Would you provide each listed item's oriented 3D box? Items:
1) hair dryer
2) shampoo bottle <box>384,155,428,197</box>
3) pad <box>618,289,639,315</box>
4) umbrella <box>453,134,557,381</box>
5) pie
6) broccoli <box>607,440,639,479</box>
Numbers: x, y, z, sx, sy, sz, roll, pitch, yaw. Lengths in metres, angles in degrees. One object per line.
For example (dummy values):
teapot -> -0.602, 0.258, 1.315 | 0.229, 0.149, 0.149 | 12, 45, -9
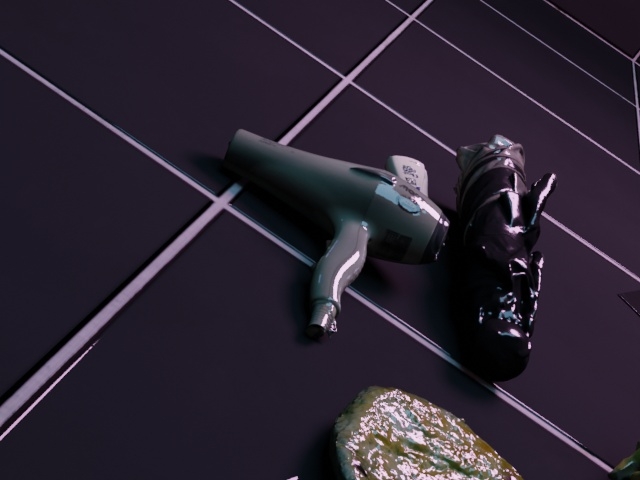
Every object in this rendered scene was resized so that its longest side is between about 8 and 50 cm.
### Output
hair dryer -> -0.016, -0.022, 0.940 | 0.219, 0.088, 0.225 | 36, 41, 19
shampoo bottle -> 0.101, -0.047, 1.134 | 0.049, 0.034, 0.141 | 30, 27, -21
pad -> 0.467, 0.128, 1.294 | 0.127, 0.004, 0.190 | -2, 43, -51
umbrella -> 0.190, 0.015, 1.057 | 0.106, 0.113, 0.357 | 6, 33, 3
pie -> 0.084, 0.179, 0.726 | 0.187, 0.041, 0.187 | 27, 27, -15
broccoli -> 0.368, 0.173, 0.839 | 0.248, 0.245, 0.288 | 11, 19, 21
